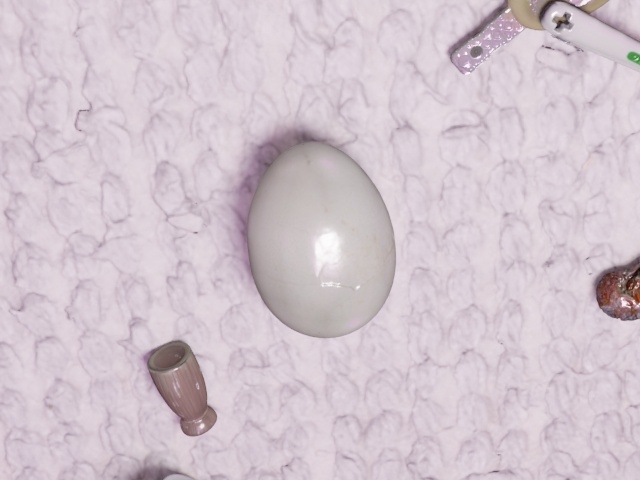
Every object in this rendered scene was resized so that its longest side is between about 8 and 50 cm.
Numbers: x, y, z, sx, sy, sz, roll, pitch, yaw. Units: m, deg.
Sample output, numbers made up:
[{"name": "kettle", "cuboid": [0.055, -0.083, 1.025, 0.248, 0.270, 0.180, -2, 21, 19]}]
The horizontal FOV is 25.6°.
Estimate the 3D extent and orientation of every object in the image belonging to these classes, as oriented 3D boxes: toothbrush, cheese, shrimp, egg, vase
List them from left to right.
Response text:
[{"name": "vase", "cuboid": [-0.149, 0.166, 1.554, 0.053, 0.053, 0.101, -19, 121, 3]}, {"name": "egg", "cuboid": [0.000, 0.000, 1.432, 0.151, 0.151, 0.209, -10, 116, -2]}, {"name": "cheese", "cuboid": [0.210, -0.234, 1.404, 0.192, 0.037, 0.097, -39, 114, 14]}, {"name": "shrimp", "cuboid": [0.395, 0.038, 1.546, 0.190, 0.075, 0.073, -19, 85, 11]}, {"name": "toothbrush", "cuboid": [0.401, -0.157, 1.453, 0.418, 0.040, 0.042, 21, 117, -19]}]

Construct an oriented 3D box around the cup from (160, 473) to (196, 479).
[{"name": "cup", "cuboid": [-0.235, 0.437, 1.594, 0.317, 0.212, 0.212, -36, 115, 13]}]
